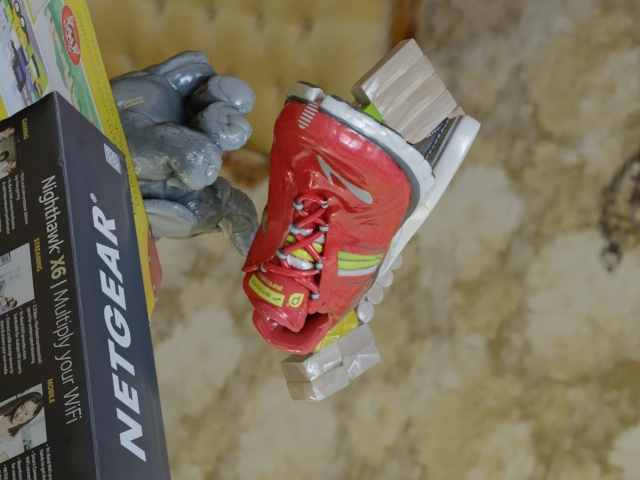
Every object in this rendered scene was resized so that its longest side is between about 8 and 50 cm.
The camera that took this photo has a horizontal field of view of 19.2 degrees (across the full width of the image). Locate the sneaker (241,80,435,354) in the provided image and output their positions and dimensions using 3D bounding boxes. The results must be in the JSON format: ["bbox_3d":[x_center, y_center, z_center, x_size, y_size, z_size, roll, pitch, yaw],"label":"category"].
[{"bbox_3d":[0.000,0.000,1.241,0.107,0.118,0.279,29,156,13],"label":"sneaker"}]

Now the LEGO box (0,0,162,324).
[{"bbox_3d":[-0.289,-0.076,1.422,0.193,0.500,0.372,-9,-152,9],"label":"LEGO box"}]

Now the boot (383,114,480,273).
[{"bbox_3d":[0.048,-0.047,1.451,0.086,0.069,0.190,33,138,0],"label":"boot"}]

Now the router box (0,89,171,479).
[{"bbox_3d":[-0.217,0.093,1.095,0.243,0.309,0.081,-26,139,17],"label":"router box"}]

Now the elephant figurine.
[{"bbox_3d":[-0.152,-0.058,1.877,0.186,0.169,0.239,35,144,16],"label":"elephant figurine"}]

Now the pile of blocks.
[{"bbox_3d":[0.012,-0.020,1.814,0.149,0.362,0.113,31,160,-29],"label":"pile of blocks"}]
